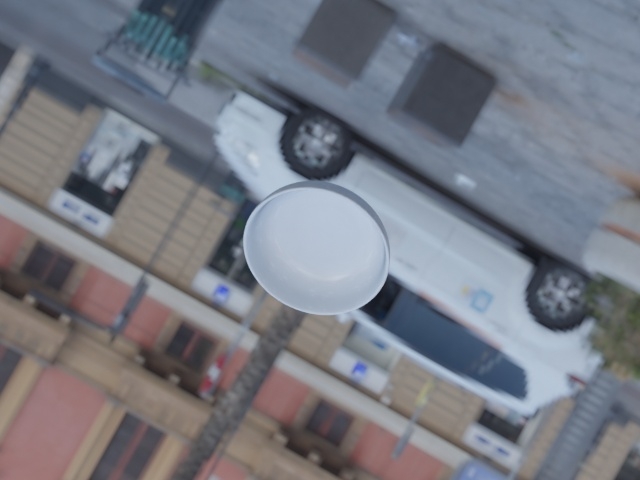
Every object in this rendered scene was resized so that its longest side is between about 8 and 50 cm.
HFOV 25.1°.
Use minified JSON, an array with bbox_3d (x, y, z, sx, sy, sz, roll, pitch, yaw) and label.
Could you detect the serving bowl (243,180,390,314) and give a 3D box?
[{"bbox_3d":[0.000,0.000,0.804,0.083,0.083,0.027,29,-145,-6],"label":"serving bowl"}]
